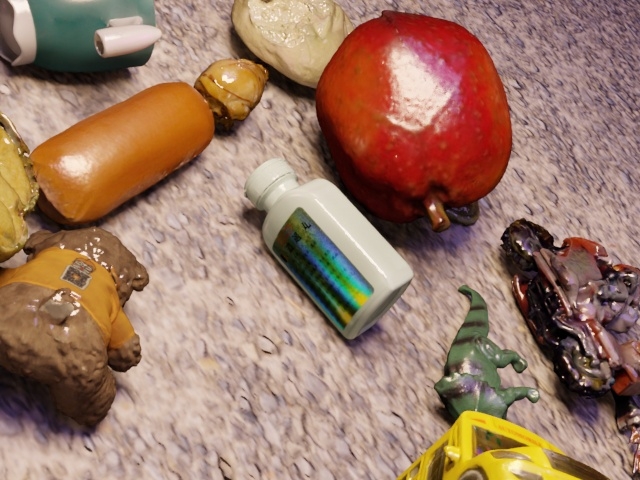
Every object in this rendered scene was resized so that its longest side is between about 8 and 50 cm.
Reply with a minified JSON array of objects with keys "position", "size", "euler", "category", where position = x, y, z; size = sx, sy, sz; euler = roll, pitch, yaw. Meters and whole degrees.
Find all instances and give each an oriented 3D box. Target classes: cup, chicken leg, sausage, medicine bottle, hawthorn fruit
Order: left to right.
[{"position":[-0.320,-0.287,1.016],"size":[0.173,0.168,0.299],"euler":[-21,39,-31],"category":"cup"},{"position":[-0.227,-0.109,0.952],"size":[0.105,0.105,0.274],"euler":[40,43,6],"category":"sausage"},{"position":[-0.119,-0.214,1.130],"size":[0.085,0.101,0.207],"euler":[36,22,-4],"category":"chicken leg"},{"position":[0.000,0.000,0.978],"size":[0.229,0.121,0.083],"euler":[47,45,14],"category":"medicine bottle"},{"position":[0.133,-0.146,1.095],"size":[0.265,0.265,0.307],"euler":[1,57,-31],"category":"hawthorn fruit"}]

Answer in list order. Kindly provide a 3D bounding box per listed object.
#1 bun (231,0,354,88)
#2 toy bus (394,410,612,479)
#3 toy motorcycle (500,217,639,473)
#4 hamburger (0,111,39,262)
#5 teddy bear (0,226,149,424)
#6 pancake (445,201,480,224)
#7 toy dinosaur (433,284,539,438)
[{"position":[-0.032,-0.336,1.240],"size":[0.209,0.116,0.237],"euler":[28,29,-19],"category":"bun"},{"position":[0.119,0.257,0.672],"size":[0.144,0.330,0.152],"euler":[25,40,-10],"category":"toy bus"},{"position":[0.388,0.137,1.092],"size":[0.207,0.134,0.401],"euler":[3,50,-22],"category":"toy motorcycle"},{"position":[-0.395,-0.083,0.745],"size":[0.265,0.134,0.285],"euler":[50,13,-32],"category":"hamburger"},{"position":[-0.247,0.061,0.772],"size":[0.177,0.140,0.190],"euler":[22,36,-9],"category":"teddy bear"},{"position":[0.201,-0.068,1.240],"size":[0.108,0.017,0.108],"euler":[20,41,-18],"category":"pancake"},{"position":[0.207,0.159,1.000],"size":[0.120,0.079,0.292],"euler":[34,39,-3],"category":"toy dinosaur"}]
